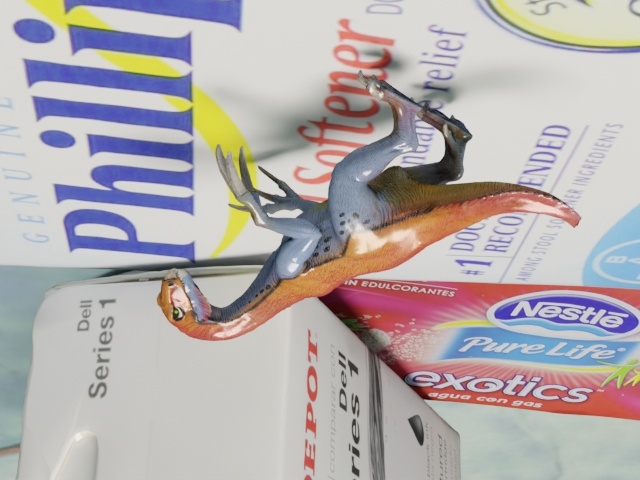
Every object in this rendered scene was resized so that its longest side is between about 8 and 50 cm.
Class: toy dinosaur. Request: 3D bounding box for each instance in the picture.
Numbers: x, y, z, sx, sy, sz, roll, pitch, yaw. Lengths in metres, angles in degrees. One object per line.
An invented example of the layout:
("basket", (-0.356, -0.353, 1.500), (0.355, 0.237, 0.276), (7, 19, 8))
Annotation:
("toy dinosaur", (0.000, 0.000, 0.349), (0.047, 0.090, 0.082), (15, 111, -55))

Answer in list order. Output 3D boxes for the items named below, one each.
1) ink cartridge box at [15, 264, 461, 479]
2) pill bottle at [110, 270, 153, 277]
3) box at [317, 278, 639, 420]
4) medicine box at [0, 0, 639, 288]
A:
("ink cartridge box", (-0.018, 0.120, 0.528), (0.093, 0.160, 0.219), (-6, 157, 19))
("pill bottle", (-0.076, 0.136, 0.751), (0.124, 0.221, 0.124), (0, 149, 0))
("box", (0.082, -0.011, 0.596), (0.257, 0.128, 0.122), (7, 150, -11))
("medicine box", (0.010, -0.101, 0.394), (0.289, 0.149, 0.263), (1, 158, -4))
